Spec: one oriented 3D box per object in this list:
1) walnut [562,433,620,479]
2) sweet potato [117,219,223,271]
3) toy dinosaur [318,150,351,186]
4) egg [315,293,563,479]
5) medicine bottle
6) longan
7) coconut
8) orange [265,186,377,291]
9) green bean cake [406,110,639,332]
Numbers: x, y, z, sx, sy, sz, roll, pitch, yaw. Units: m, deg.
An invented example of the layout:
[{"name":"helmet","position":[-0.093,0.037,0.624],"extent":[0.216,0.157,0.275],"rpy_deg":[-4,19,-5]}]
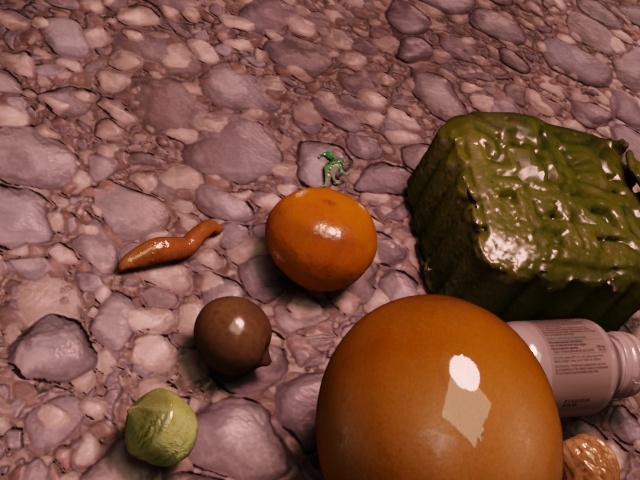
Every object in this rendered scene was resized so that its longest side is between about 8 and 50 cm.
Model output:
[{"name":"walnut","position":[0.353,0.302,1.576],"extent":[0.096,0.082,0.079],"rpy_deg":[58,21,17]},{"name":"sweet potato","position":[-0.192,0.008,1.594],"extent":[0.179,0.044,0.044],"rpy_deg":[-23,64,-38]},{"name":"toy dinosaur","position":[0.013,-0.112,1.815],"extent":[0.083,0.021,0.062],"rpy_deg":[-19,54,-42]},{"name":"egg","position":[0.137,0.230,1.388],"extent":[0.282,0.282,0.351],"rpy_deg":[4,60,-24]},{"name":"medicine bottle","position":[0.337,0.175,1.640],"extent":[0.215,0.135,0.135],"rpy_deg":[0,52,-27]},{"name":"longan","position":[-0.106,0.121,1.498],"extent":[0.113,0.092,0.113],"rpy_deg":[37,27,-23]},{"name":"coconut","position":[-0.187,0.214,1.380],"extent":[0.096,0.087,0.088],"rpy_deg":[40,36,-32]},{"name":"orange","position":[0.000,0.000,1.637],"extent":[0.156,0.124,0.156],"rpy_deg":[12,30,-7]},{"name":"green bean cake","position":[0.314,-0.023,1.750],"extent":[0.319,0.218,0.335],"rpy_deg":[4,48,-24]}]
